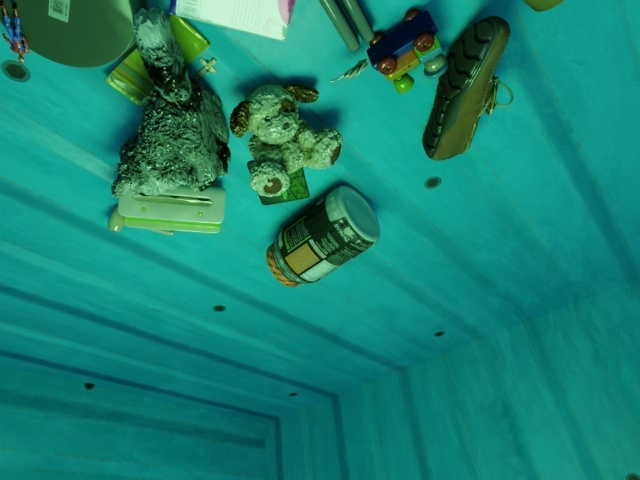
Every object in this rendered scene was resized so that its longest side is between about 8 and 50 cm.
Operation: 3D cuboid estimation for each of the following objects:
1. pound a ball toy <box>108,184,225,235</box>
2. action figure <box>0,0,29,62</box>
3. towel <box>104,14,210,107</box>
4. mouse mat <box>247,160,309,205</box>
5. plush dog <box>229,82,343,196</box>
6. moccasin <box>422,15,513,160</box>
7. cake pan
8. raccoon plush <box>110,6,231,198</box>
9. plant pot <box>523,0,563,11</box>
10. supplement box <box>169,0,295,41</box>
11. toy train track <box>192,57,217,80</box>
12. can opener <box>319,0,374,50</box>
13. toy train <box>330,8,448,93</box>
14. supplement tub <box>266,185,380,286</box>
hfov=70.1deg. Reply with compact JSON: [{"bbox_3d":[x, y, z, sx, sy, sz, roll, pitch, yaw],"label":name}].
[{"bbox_3d":[-0.443,-0.098,1.305,0.318,0.136,0.208,4,166,-15],"label":"pound a ball toy"},{"bbox_3d":[-0.584,-0.392,0.872,0.038,0.030,0.115,0,144,-17],"label":"action figure"},{"bbox_3d":[-0.359,-0.389,1.000,0.237,0.021,0.102,-29,145,24],"label":"towel"},{"bbox_3d":[-0.119,-0.175,1.337,0.152,0.007,0.190,-10,141,3],"label":"mouse mat"},{"bbox_3d":[-0.102,-0.269,1.115,0.262,0.210,0.226,-30,130,-17],"label":"plush dog"},{"bbox_3d":[0.364,-0.346,1.097,0.146,0.139,0.380,-8,140,-10],"label":"moccasin"},{"bbox_3d":[-0.487,-0.458,0.871,0.292,0.054,0.293,-4,142,-3],"label":"cake pan"},{"bbox_3d":[-0.395,-0.283,1.036,0.298,0.216,0.447,-4,129,10],"label":"raccoon plush"},{"bbox_3d":[0.342,-0.563,0.770,0.254,0.237,0.237,21,136,-12],"label":"plant pot"},{"bbox_3d":[-0.161,-0.475,0.858,0.219,0.114,0.111,8,139,-17],"label":"supplement box"},{"bbox_3d":[-0.267,-0.383,1.038,0.083,0.014,0.048,-31,137,27],"label":"toy train track"},{"bbox_3d":[0.023,-0.490,0.898,0.074,0.093,0.280,-25,144,19],"label":"can opener"},{"bbox_3d":[0.161,-0.388,1.038,0.247,0.105,0.143,-27,144,23],"label":"toy train"},{"bbox_3d":[0.000,0.000,1.418,0.338,0.207,0.207,-33,136,30],"label":"supplement tub"}]
